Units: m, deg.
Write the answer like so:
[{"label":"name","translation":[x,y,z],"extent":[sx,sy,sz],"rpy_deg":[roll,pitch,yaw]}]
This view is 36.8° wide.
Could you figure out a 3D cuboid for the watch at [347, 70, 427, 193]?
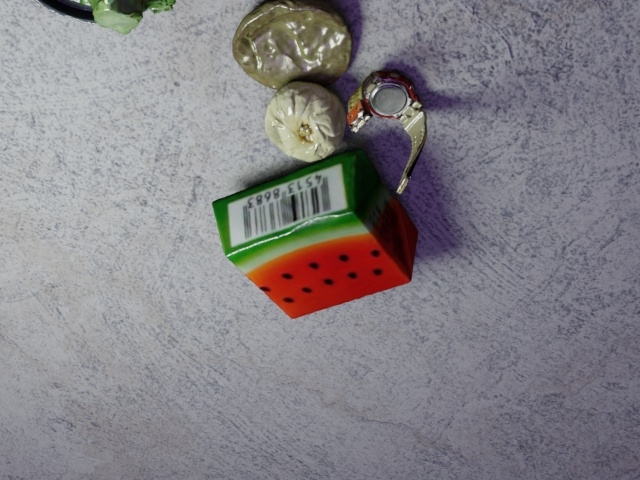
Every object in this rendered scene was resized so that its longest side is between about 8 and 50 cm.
[{"label":"watch","translation":[0.125,-0.217,1.833],"extent":[0.164,0.268,0.102],"rpy_deg":[34,127,-12]}]

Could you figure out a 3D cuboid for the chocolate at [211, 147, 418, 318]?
[{"label":"chocolate","translation":[0.000,0.000,2.073],"extent":[0.360,0.162,0.341],"rpy_deg":[-19,141,21]}]

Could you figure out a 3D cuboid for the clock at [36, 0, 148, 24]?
[{"label":"clock","translation":[-0.418,-0.545,1.724],"extent":[0.324,0.067,0.325],"rpy_deg":[3,132,3]}]

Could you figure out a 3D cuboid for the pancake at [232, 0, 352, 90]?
[{"label":"pancake","translation":[-0.048,-0.377,1.853],"extent":[0.241,0.050,0.242],"rpy_deg":[4,144,3]}]

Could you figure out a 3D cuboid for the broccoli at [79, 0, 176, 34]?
[{"label":"broccoli","translation":[-0.343,-0.471,1.598],"extent":[0.261,0.242,0.269],"rpy_deg":[8,165,-27]}]

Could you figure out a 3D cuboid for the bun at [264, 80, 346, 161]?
[{"label":"bun","translation":[-0.029,-0.231,1.922],"extent":[0.164,0.111,0.188],"rpy_deg":[-3,144,3]}]
